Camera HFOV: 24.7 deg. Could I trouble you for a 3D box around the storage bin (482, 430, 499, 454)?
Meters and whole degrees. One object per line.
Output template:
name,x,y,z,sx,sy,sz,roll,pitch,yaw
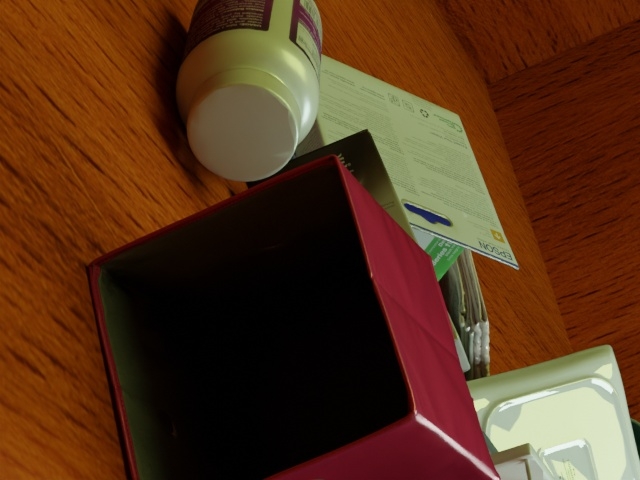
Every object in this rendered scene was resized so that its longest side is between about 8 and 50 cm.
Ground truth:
storage bin,0.199,0.330,2.024,0.091,0.135,0.098,58,13,11

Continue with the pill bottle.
pill bottle,-0.083,-0.195,1.733,0.169,0.169,0.301,59,17,-27

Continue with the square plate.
square plate,0.354,0.352,2.161,0.344,0.049,0.347,-11,85,-31

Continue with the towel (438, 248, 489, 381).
towel,0.220,0.122,2.350,0.332,0.053,0.317,83,-1,-46

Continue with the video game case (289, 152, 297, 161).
video game case,-0.061,-0.152,2.030,0.173,0.022,0.190,49,23,-50

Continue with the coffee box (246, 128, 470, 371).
coffee box,0.042,0.039,1.741,0.119,0.168,0.297,63,5,-63

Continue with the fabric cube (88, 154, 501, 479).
fabric cube,-0.019,0.122,1.319,0.258,0.254,0.259,44,26,-59

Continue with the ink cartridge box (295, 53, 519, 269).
ink cartridge box,0.102,-0.104,2.059,0.324,0.071,0.330,20,38,-33

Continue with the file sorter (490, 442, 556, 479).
file sorter,0.243,0.426,1.901,0.278,0.192,0.173,53,23,-42

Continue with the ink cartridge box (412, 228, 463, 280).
ink cartridge box,0.107,-0.049,2.165,0.208,0.087,0.153,30,26,-14

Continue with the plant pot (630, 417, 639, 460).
plant pot,0.431,0.457,2.414,0.272,0.271,0.255,-77,156,-66
